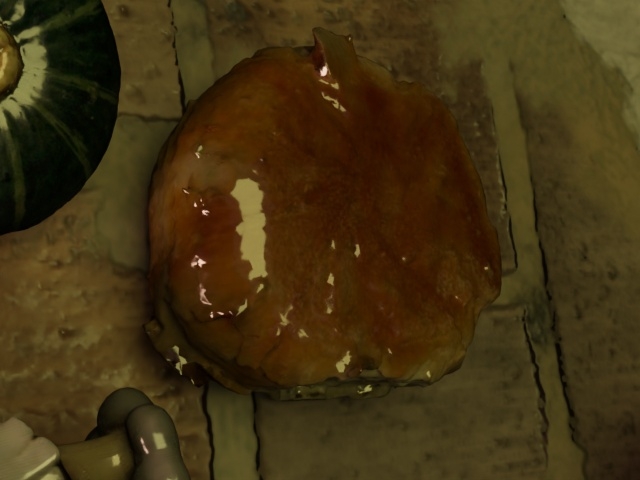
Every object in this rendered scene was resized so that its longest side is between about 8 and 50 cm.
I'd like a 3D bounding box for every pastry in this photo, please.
[{"bbox_3d":[0.000,0.000,0.600,0.229,0.100,0.218,-39,101,-36],"label":"pastry"}]

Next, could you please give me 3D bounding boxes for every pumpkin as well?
[{"bbox_3d":[-0.177,-0.082,0.509,0.167,0.125,0.167,1,87,-19],"label":"pumpkin"}]

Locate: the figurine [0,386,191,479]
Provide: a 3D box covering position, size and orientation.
[{"bbox_3d":[-0.239,0.130,0.388,0.387,0.166,0.207,-2,98,-32],"label":"figurine"}]
